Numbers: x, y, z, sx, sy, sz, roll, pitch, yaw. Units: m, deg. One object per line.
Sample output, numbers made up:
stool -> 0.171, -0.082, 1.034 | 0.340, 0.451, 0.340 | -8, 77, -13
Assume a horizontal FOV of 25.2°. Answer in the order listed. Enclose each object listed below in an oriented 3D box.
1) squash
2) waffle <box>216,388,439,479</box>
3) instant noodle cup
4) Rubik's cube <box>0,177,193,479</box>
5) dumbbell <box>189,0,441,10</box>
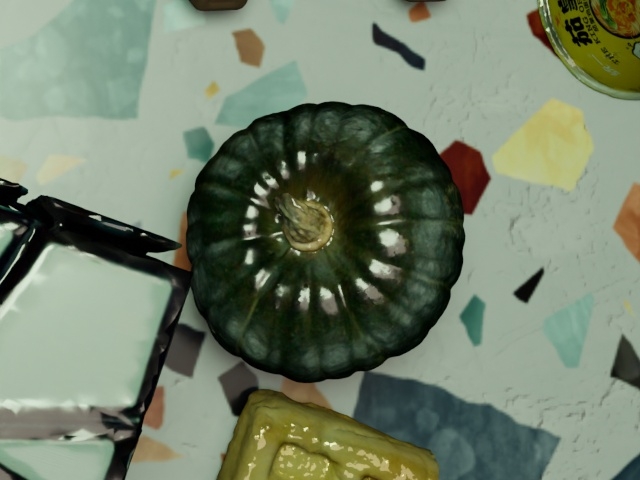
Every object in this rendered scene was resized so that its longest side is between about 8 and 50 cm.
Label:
squash -> 0.002, 0.001, 1.062 | 0.218, 0.172, 0.218 | -1, 99, -7
waffle -> -0.022, 0.266, 1.112 | 0.168, 0.057, 0.274 | 22, 83, -15
instant noodle cup -> 0.288, -0.212, 1.167 | 0.182, 0.144, 0.182 | 0, 89, -17
Rubik's cube -> -0.274, 0.096, 0.921 | 0.288, 0.283, 0.293 | 22, 80, -15
dumbbell -> 0.000, -0.227, 1.112 | 0.231, 0.092, 0.082 | -5, 62, -18
